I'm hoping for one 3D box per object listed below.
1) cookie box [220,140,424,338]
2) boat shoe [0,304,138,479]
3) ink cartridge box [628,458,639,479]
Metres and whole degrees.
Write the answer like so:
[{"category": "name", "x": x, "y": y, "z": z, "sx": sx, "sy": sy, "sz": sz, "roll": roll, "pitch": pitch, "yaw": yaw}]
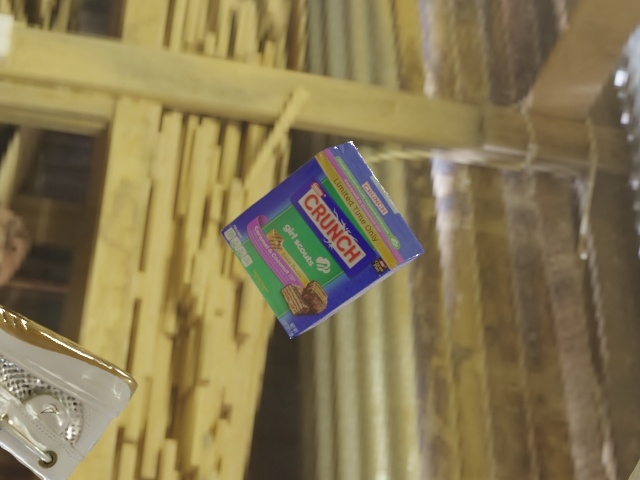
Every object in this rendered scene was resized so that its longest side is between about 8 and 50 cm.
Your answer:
[{"category": "cookie box", "x": 0.000, "y": 0.000, "z": 0.928, "sx": 0.107, "sy": 0.091, "sz": 0.040, "roll": -37, "pitch": 174, "yaw": 34}, {"category": "boat shoe", "x": -0.220, "y": 0.062, "z": 0.724, "sx": 0.098, "sy": 0.277, "sz": 0.096, "roll": 18, "pitch": -102, "yaw": 52}, {"category": "ink cartridge box", "x": 0.130, "y": 0.110, "z": 0.398, "sx": 0.135, "sy": 0.099, "sz": 0.056, "roll": 97, "pitch": -10, "yaw": -53}]
